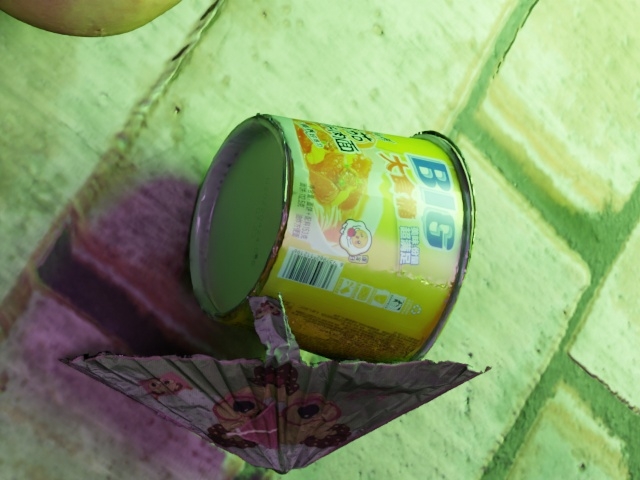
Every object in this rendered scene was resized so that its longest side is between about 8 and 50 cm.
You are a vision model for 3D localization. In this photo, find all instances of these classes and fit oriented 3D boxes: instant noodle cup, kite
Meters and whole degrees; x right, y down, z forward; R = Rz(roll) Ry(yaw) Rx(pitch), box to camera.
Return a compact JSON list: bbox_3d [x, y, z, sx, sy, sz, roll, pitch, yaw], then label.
[{"bbox_3d":[0.000,0.000,1.112,0.153,0.205,0.205,12,90,-29],"label":"instant noodle cup"},{"bbox_3d":[-0.035,0.118,1.116,0.267,0.323,0.013,92,0,-53],"label":"kite"}]

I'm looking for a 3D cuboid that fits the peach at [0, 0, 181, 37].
[{"bbox_3d":[-0.151,-0.225,0.979,0.184,0.184,0.184,-6,101,-35],"label":"peach"}]
